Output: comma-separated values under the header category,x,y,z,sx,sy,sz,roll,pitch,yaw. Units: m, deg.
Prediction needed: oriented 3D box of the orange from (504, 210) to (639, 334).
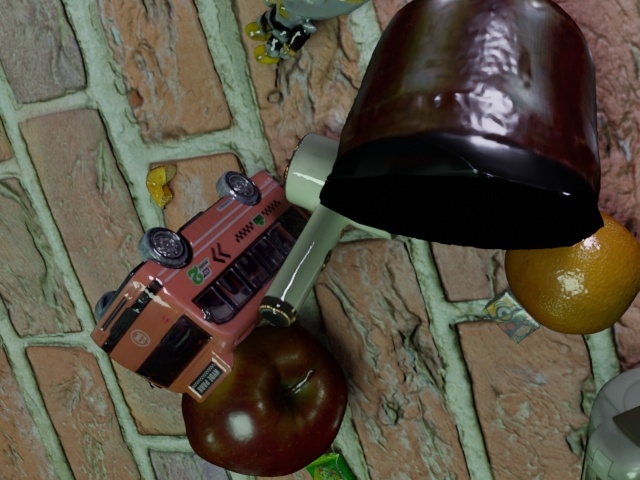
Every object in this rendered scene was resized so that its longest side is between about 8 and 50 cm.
category,x,y,z,sx,sy,sz,roll,pitch,yaw
orange,0.379,0.043,1.304,0.206,0.206,0.206,11,117,22

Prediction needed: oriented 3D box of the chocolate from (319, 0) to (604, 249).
category,x,y,z,sx,sy,sz,roll,pitch,yaw
chocolate,0.211,-0.180,1.172,0.383,0.383,0.331,6,79,24

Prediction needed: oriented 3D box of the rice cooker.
category,x,y,z,sx,sy,sz,roll,pitch,yaw
rice cooker,0.544,0.361,1.291,0.335,0.335,0.325,10,118,22

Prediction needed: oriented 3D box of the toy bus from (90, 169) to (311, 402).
category,x,y,z,sx,sy,sz,roll,pitch,yaw
toy bus,-0.174,0.066,1.445,0.233,0.427,0.203,42,125,0

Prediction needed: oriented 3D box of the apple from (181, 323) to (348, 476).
category,x,y,z,sx,sy,sz,roll,pitch,yaw
apple,-0.110,0.301,1.610,0.317,0.288,0.288,-24,101,49

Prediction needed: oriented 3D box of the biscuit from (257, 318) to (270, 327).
category,x,y,z,sx,sy,sz,roll,pitch,yaw
biscuit,-0.157,0.134,1.709,0.152,0.020,0.152,10,115,22

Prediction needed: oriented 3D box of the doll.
category,x,y,z,sx,sy,sz,roll,pitch,yaw
doll,-0.004,-0.398,1.345,0.103,0.145,0.316,25,138,-30

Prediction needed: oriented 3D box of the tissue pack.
category,x,y,z,sx,sy,sz,roll,pitch,yaw
tissue pack,0.325,0.125,1.458,0.083,0.035,0.063,45,124,-1

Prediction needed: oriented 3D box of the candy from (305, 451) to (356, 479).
category,x,y,z,sx,sy,sz,roll,pitch,yaw
candy,0.040,0.512,1.778,0.102,0.032,0.178,-27,99,33

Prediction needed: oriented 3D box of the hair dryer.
category,x,y,z,sx,sy,sz,roll,pitch,yaw
hair dryer,0.000,0.000,1.383,0.203,0.362,0.128,21,151,15

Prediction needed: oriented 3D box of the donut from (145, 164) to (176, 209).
category,x,y,z,sx,sy,sz,roll,pitch,yaw
donut,-0.297,-0.106,1.659,0.067,0.038,0.083,-15,110,28
